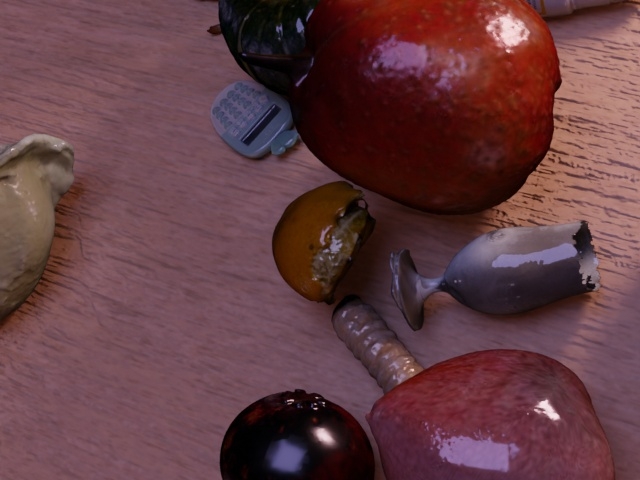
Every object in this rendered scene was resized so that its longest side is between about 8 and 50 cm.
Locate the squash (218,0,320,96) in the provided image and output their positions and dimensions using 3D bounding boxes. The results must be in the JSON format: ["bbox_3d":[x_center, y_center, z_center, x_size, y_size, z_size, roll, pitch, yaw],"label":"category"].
[{"bbox_3d":[-0.010,-0.305,1.721,0.252,0.165,0.252,-9,65,21],"label":"squash"}]

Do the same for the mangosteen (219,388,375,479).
[{"bbox_3d":[-0.030,0.264,1.472,0.200,0.200,0.200,-9,63,19],"label":"mangosteen"}]

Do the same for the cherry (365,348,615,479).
[{"bbox_3d":[0.171,0.221,1.355,0.239,0.206,0.239,-8,37,6],"label":"cherry"}]

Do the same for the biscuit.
[{"bbox_3d":[0.084,0.146,1.531,0.219,0.061,0.055,48,111,32],"label":"biscuit"}]

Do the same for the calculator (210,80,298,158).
[{"bbox_3d":[-0.086,-0.158,1.770,0.095,0.021,0.153,-49,57,-4],"label":"calculator"}]

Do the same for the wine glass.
[{"bbox_3d":[0.196,0.035,1.511,0.222,0.103,0.103,-12,62,18],"label":"wine glass"}]

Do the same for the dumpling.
[{"bbox_3d":[-0.454,0.002,1.758,0.270,0.211,0.321,8,82,65],"label":"dumpling"}]

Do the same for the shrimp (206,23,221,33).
[{"bbox_3d":[-0.151,-0.327,1.878,0.114,0.023,0.083,10,74,23],"label":"shrimp"}]

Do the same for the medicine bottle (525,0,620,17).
[{"bbox_3d":[0.295,-0.318,1.664,0.220,0.061,0.092,-3,47,21],"label":"medicine bottle"}]

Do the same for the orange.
[{"bbox_3d":[0.000,0.000,1.567,0.112,0.170,0.160,19,41,10],"label":"orange"}]

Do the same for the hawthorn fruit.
[{"bbox_3d":[0.089,-0.176,1.514,0.369,0.285,0.285,13,68,-10],"label":"hawthorn fruit"}]
